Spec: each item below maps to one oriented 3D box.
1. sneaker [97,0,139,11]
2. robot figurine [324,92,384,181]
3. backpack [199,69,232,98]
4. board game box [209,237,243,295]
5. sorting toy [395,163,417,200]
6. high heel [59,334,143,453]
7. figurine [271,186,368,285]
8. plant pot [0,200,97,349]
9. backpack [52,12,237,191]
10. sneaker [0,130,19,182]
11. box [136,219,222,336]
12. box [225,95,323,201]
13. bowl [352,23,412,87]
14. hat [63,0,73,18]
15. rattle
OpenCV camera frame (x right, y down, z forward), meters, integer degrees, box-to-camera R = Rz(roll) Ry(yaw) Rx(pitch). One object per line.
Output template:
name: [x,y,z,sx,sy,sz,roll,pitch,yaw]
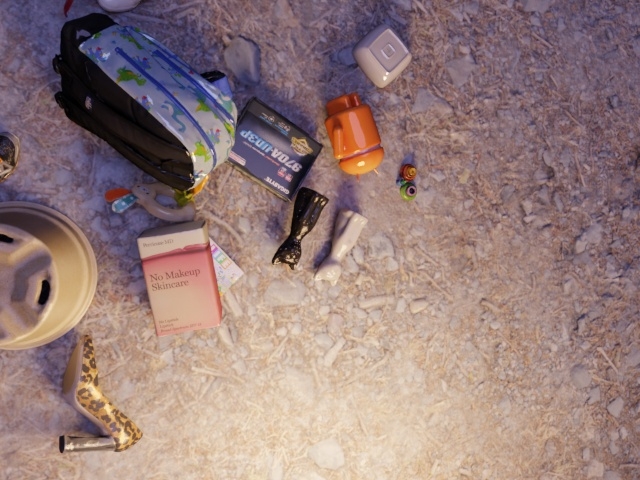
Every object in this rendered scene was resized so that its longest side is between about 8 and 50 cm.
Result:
sneaker: [-0.415,-0.599,1.344,0.212,0.094,0.080,-28,100,-16]
robot figurine: [0.087,-0.265,1.502,0.128,0.158,0.220,-19,97,5]
backpack: [-0.273,-0.349,1.397,0.120,0.098,0.101,-33,129,-16]
board game box: [-0.279,0.061,1.430,0.103,0.026,0.154,-46,104,-14]
sorting toy: [0.244,-0.161,1.600,0.061,0.042,0.102,-6,93,-19]
high heel: [-0.494,0.354,1.348,0.186,0.093,0.261,13,73,-41]
figurine: [0.000,0.000,1.491,0.214,0.092,0.210,25,90,-29]
plant pot: [-0.630,0.079,1.163,0.333,0.305,0.334,0,91,-19]
backpack: [-0.354,-0.272,1.238,0.273,0.290,0.355,-35,77,-33]
sneaker: [-0.729,-0.147,1.246,0.084,0.083,0.215,38,77,-14]
box: [-0.318,0.083,1.336,0.148,0.127,0.232,-10,102,-6]
box: [-0.127,-0.228,1.468,0.220,0.051,0.175,33,80,-17]
bowl: [0.173,-0.504,1.570,0.142,0.053,0.142,-45,103,-12]
hat: [-0.535,-0.630,1.278,0.183,0.208,0.173,-35,121,4]
rattle: [-0.367,-0.124,1.319,0.199,0.143,0.130,16,49,-27]
